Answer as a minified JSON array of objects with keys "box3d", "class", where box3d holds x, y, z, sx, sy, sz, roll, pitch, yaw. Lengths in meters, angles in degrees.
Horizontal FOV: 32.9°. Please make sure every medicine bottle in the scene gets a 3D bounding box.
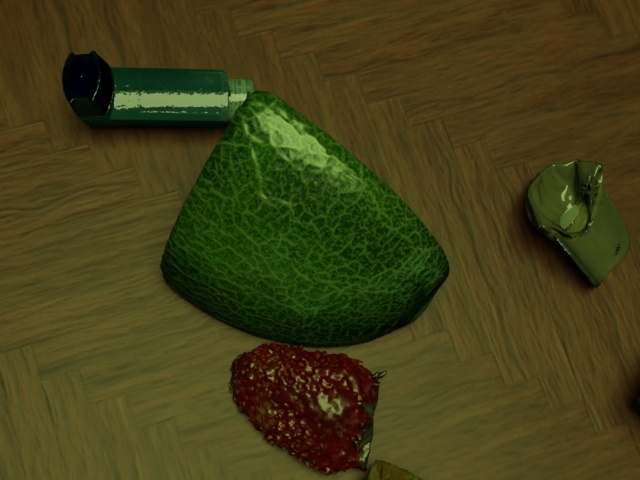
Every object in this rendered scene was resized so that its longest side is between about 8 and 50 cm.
[{"box3d":[-0.219,-0.198,1.481,0.259,0.124,0.079,1,72,-10],"class":"medicine bottle"}]

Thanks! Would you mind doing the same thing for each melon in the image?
[{"box3d":[0.000,0.000,1.423,0.344,0.226,0.331,29,113,1],"class":"melon"}]

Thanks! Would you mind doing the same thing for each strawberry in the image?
[{"box3d":[-0.020,0.218,1.416,0.208,0.087,0.167,9,76,-4],"class":"strawberry"}]

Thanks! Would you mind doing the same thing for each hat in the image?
[{"box3d":[0.357,-0.015,1.547,0.147,0.085,0.175,-38,106,-26],"class":"hat"}]

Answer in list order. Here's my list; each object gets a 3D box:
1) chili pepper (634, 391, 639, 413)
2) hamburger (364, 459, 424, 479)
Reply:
[{"box3d":[0.615,0.156,1.478,0.385,0.167,0.213,-36,81,-14],"class":"chili pepper"},{"box3d":[0.129,0.376,1.371,0.208,0.135,0.155,39,72,5],"class":"hamburger"}]
